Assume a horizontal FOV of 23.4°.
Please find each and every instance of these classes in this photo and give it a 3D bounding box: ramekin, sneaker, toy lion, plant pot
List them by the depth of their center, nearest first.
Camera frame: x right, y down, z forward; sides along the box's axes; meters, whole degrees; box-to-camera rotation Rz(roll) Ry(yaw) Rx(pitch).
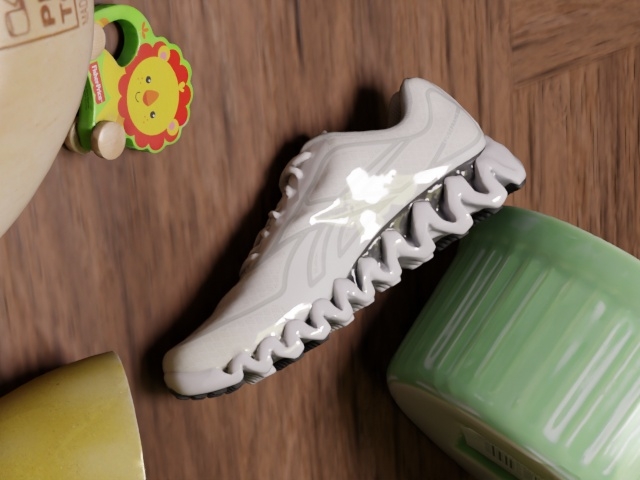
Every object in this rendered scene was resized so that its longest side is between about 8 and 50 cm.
[{"bbox_3d":[-0.161,0.137,0.911,0.095,0.134,0.134,-6,108,-17],"label":"plant pot"},{"bbox_3d":[-0.117,-0.098,0.945,0.096,0.034,0.100,-34,124,-43],"label":"toy lion"},{"bbox_3d":[0.000,0.000,1.053,0.292,0.110,0.118,-38,91,-19],"label":"sneaker"},{"bbox_3d":[0.194,0.125,1.139,0.148,0.303,0.303,-52,133,-11],"label":"ramekin"}]

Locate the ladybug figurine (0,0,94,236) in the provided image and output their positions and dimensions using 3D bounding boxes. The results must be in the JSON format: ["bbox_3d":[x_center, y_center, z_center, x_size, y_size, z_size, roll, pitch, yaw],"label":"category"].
[{"bbox_3d":[-0.298,-0.076,0.659,0.449,0.162,0.305,-22,110,-39],"label":"ladybug figurine"}]
